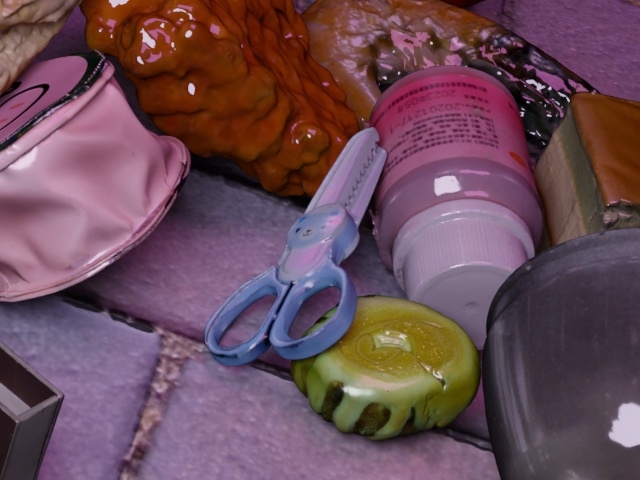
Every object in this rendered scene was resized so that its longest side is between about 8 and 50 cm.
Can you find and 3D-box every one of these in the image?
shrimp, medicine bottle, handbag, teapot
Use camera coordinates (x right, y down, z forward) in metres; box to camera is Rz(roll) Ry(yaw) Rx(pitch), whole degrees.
[{"bbox_3d":[0.167,-0.125,1.518,0.445,0.085,0.272,27,41,11],"label":"shrimp"},{"bbox_3d":[0.114,-0.029,1.305,0.147,0.147,0.247,12,41,-14],"label":"medicine bottle"},{"bbox_3d":[-0.204,-0.052,1.133,0.179,0.116,0.205,-12,30,34],"label":"handbag"},{"bbox_3d":[0.244,0.172,1.107,0.240,0.321,0.239,-10,47,23],"label":"teapot"}]

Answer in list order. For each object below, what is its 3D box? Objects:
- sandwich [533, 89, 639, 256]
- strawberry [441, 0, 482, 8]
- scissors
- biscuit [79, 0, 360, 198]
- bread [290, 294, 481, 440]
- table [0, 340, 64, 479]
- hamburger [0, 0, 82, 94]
[{"bbox_3d":[0.309,0.004,1.360,0.228,0.155,0.198,12,39,-14],"label":"sandwich"},{"bbox_3d":[0.099,-0.405,1.694,0.292,0.291,0.310,-8,23,-35],"label":"strawberry"},{"bbox_3d":[0.000,0.000,1.212,0.125,0.030,0.256,-10,36,34],"label":"scissors"},{"bbox_3d":[-0.096,-0.179,1.339,0.318,0.110,0.312,37,20,-46],"label":"biscuit"},{"bbox_3d":[0.048,0.098,1.163,0.130,0.071,0.139,37,44,25],"label":"bread"},{"bbox_3d":[-0.292,0.087,0.958,0.240,0.121,0.111,36,37,20],"label":"table"},{"bbox_3d":[-0.332,-0.154,1.111,0.330,0.162,0.209,-10,33,9],"label":"hamburger"}]
